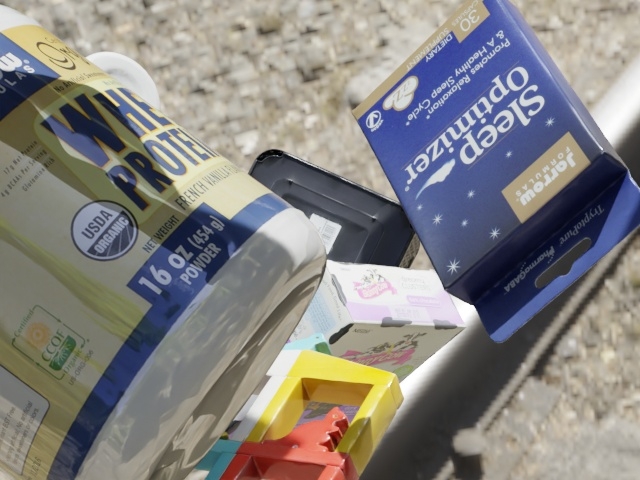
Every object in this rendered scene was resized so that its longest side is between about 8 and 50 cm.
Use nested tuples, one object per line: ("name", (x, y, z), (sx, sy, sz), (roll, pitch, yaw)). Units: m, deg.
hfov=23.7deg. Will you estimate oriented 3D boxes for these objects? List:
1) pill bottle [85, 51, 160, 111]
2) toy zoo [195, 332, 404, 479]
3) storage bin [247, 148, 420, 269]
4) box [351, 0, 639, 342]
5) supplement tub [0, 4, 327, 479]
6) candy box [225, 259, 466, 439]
("pill bottle", (-0.298, -0.137, 1.846), (0.221, 0.121, 0.121), (-23, 27, 50))
("toy zoo", (-0.061, 0.172, 1.181), (0.192, 0.030, 0.293), (3, 40, 31))
("storage bin", (0.000, 0.000, 1.544), (0.180, 0.084, 0.122), (24, 79, 12))
("box", (0.112, -0.056, 1.001), (0.136, 0.036, 0.225), (-43, 46, 19))
("supplement tub", (-0.180, 0.001, 0.913), (0.316, 0.228, 0.228), (35, 59, 7))
("candy box", (0.009, 0.104, 1.413), (0.196, 0.165, 0.070), (-44, 59, 31))
